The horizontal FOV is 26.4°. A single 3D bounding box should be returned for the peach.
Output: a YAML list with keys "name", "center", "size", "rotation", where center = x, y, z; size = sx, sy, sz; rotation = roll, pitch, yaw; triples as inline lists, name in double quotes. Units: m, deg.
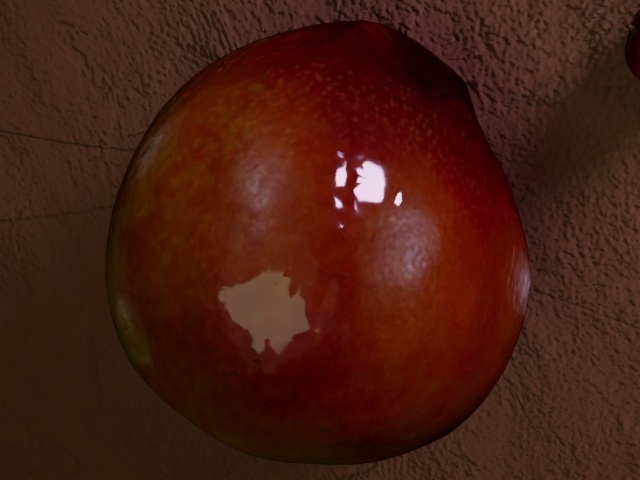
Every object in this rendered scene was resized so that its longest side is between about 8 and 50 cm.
- name: "peach"
  center: [0.000, 0.000, 1.177]
  size: [0.388, 0.388, 0.388]
  rotation: [10, 120, 18]

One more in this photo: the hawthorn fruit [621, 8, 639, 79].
- name: "hawthorn fruit"
  center: [0.291, -0.163, 1.121]
  size: [0.093, 0.093, 0.093]
  rotation: [10, 120, 18]
